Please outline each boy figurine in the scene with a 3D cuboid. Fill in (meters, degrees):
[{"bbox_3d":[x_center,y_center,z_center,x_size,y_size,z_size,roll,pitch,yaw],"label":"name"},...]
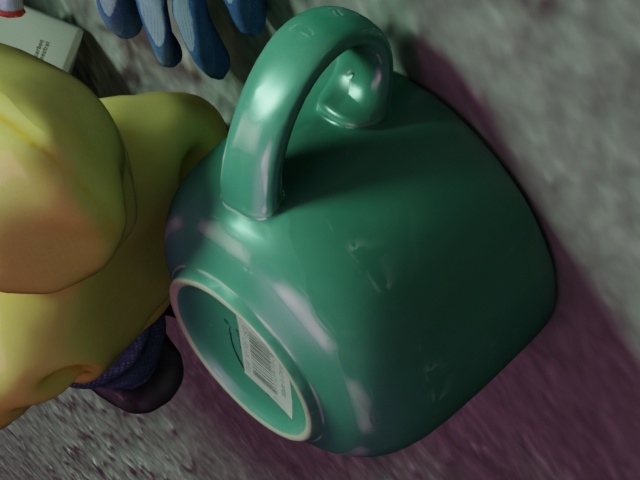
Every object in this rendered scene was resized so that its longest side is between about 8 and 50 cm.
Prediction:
[{"bbox_3d":[-0.103,0.008,0.589,0.092,0.177,0.285,34,173,13],"label":"boy figurine"}]

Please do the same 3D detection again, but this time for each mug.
[{"bbox_3d":[-0.002,0.003,0.517,0.157,0.097,0.129,56,157,-15],"label":"mug"}]

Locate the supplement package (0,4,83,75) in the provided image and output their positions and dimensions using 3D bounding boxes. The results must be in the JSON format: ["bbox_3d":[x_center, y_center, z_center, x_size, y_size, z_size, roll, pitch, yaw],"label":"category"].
[{"bbox_3d":[-0.293,-0.054,0.712,0.293,0.175,0.177,21,160,-9],"label":"supplement package"}]

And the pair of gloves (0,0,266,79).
[{"bbox_3d":[-0.109,-0.140,0.543,0.198,0.023,0.159,22,143,22],"label":"pair of gloves"}]
